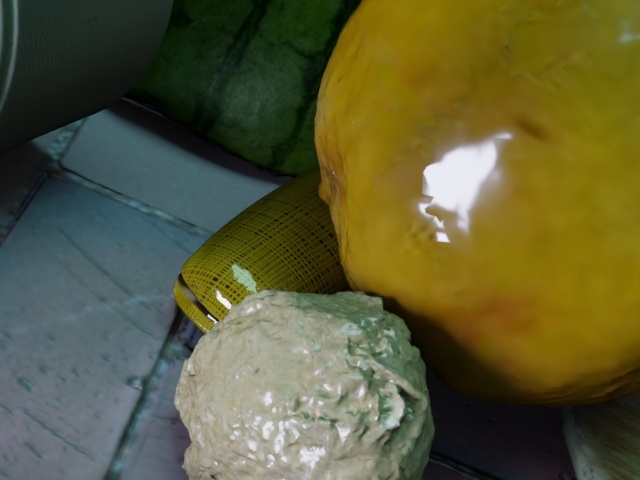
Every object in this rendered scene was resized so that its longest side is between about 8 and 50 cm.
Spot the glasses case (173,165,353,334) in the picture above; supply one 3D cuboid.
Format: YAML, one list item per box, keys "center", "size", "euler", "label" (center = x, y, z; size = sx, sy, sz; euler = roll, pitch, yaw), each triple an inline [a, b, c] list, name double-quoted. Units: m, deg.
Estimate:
- center: [0.000, 0.000, 0.886]
  size: [0.079, 0.064, 0.234]
  euler: [41, 34, 11]
  label: "glasses case"

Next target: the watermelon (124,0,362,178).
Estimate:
- center: [-0.026, -0.198, 1.049]
  size: [0.330, 0.189, 0.331]
  euler: [13, 31, -8]
  label: "watermelon"

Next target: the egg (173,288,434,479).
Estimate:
- center: [-0.006, 0.080, 0.720]
  size: [0.118, 0.116, 0.140]
  euler: [-24, 26, -24]
  label: "egg"

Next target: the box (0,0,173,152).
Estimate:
- center: [-0.210, -0.153, 0.808]
  size: [0.226, 0.226, 0.149]
  euler: [35, 33, 15]
  label: "box"

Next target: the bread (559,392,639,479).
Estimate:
- center: [0.252, 0.147, 0.865]
  size: [0.267, 0.040, 0.267]
  euler: [18, 33, -12]
  label: "bread"

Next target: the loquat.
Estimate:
- center: [0.138, -0.051, 0.792]
  size: [0.276, 0.283, 0.276]
  euler: [34, 47, -47]
  label: "loquat"
